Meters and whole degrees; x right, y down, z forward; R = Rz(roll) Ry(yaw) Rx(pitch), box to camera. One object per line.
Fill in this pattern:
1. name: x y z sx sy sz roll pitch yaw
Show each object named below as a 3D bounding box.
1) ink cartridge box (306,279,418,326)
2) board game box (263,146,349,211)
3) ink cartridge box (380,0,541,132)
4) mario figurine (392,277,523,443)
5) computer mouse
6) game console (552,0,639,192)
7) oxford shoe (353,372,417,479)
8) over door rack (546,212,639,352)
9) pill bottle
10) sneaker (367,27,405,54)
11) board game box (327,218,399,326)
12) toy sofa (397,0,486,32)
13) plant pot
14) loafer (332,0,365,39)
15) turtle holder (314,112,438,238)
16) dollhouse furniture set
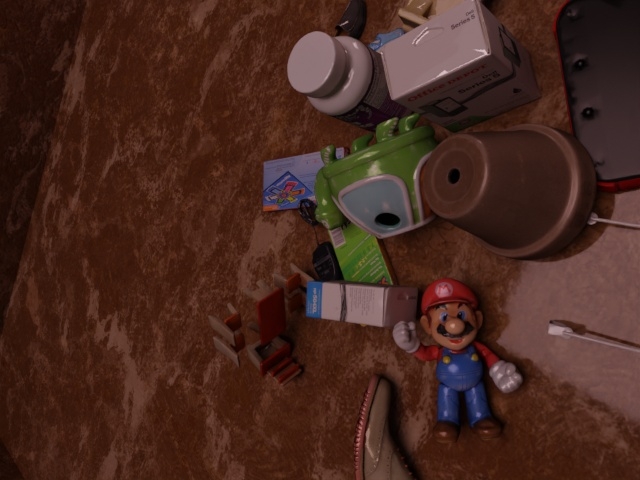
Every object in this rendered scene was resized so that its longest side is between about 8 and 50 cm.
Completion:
1. ink cartridge box: 0.092 0.136 1.203 0.203 0.148 0.085 3 88 38
2. board game box: -0.044 -0.158 1.454 0.281 0.027 0.145 -3 84 38
3. ink cartridge box: 0.276 -0.322 1.055 0.198 0.273 0.114 -18 75 37
4. mario figurine: 0.266 0.233 1.072 0.170 0.198 0.320 -17 80 59
5. computer mouse: 0.000 0.000 1.392 0.071 0.041 0.242 -32 70 39
6. game console: 0.601 -0.297 0.941 0.342 0.060 0.386 -11 80 34
7. oxford shoe: 0.144 0.501 1.211 0.147 0.140 0.396 3 83 8
8. over door rack: 0.551 0.086 0.908 0.324 0.108 0.239 13 94 39
9. pill bottle: 0.071 -0.346 1.202 0.169 0.302 0.169 -4 84 39
10. sneaker: 0.142 -0.461 1.323 0.162 0.063 0.073 -14 60 33
11. board game box: 0.109 0.065 1.308 0.124 0.039 0.259 -30 67 33
12. toy sofa: 0.314 -0.597 1.149 0.150 0.177 0.362 28 105 11
13. plant pot: 0.319 -0.098 0.992 0.263 0.229 0.263 -10 78 53
14. loafer: 0.066 -0.533 1.375 0.062 0.061 0.170 20 98 39
15. turtle holder: 0.116 -0.119 1.182 0.320 0.243 0.227 -21 96 10
16. dollhouse furniture set: -0.118 0.227 1.358 0.135 0.262 0.259 33 140 34
